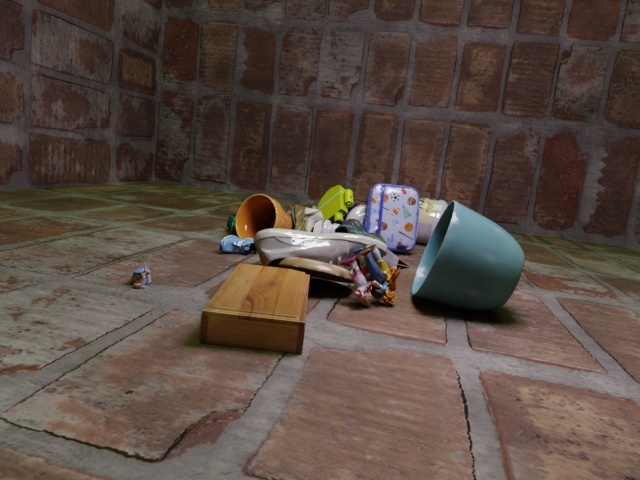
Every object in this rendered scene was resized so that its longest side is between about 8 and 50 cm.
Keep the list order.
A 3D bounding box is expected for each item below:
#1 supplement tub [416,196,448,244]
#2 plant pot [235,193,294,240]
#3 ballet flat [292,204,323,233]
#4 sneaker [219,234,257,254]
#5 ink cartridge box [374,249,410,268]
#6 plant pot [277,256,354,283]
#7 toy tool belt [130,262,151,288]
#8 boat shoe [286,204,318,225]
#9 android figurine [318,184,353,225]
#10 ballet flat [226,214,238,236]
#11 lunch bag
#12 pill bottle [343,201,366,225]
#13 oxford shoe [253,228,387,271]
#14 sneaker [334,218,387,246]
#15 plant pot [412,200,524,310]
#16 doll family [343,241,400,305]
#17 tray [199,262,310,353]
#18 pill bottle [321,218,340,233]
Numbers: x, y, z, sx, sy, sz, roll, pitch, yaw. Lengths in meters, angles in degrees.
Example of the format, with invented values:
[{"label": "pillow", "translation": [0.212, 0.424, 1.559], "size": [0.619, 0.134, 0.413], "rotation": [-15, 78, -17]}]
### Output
[{"label": "supplement tub", "translation": [0.517, -0.101, 2.415], "size": [0.324, 0.236, 0.235], "rotation": [10, 11, 17]}, {"label": "plant pot", "translation": [-0.207, -0.066, 1.924], "size": [0.205, 0.205, 0.187], "rotation": [13, -4, 32]}, {"label": "ballet flat", "translation": [-0.049, -0.062, 1.910], "size": [0.124, 0.116, 0.342], "rotation": [-25, 25, 13]}, {"label": "sneaker", "translation": [-0.288, 0.019, 1.720], "size": [0.162, 0.064, 0.073], "rotation": [-2, 17, -41]}, {"label": "ink cartridge box", "translation": [0.171, 0.061, 1.807], "size": [0.274, 0.060, 0.239], "rotation": [14, -11, 36]}, {"label": "plant pot", "translation": [-0.007, 0.086, 1.396], "size": [0.236, 0.033, 0.236], "rotation": [11, -9, 2]}, {"label": "toy tool belt", "translation": [-0.468, 0.089, 1.237], "size": [0.052, 0.051, 0.083], "rotation": [5, 11, -7]}, {"label": "boat shoe", "translation": [-0.030, -0.126, 2.518], "size": [0.323, 0.120, 0.122], "rotation": [7, 10, 0]}, {"label": "android figurine", "translation": [0.059, -0.154, 2.267], "size": [0.056, 0.248, 0.273], "rotation": [32, 37, -27]}, {"label": "ballet flat", "translation": [-0.350, -0.065, 2.070], "size": [0.096, 0.096, 0.280], "rotation": [16, 7, -16]}, {"label": "lunch bag", "translation": [0.303, -0.092, 2.083], "size": [0.242, 0.304, 0.115], "rotation": [7, -3, -6]}, {"label": "pill bottle", "translation": [0.165, -0.093, 2.289], "size": [0.181, 0.182, 0.323], "rotation": [2, 11, -25]}, {"label": "oxford shoe", "translation": [0.004, 0.047, 1.560], "size": [0.448, 0.130, 0.169], "rotation": [3, -20, -15]}, {"label": "sneaker", "translation": [0.168, 0.001, 1.984], "size": [0.106, 0.101, 0.267], "rotation": [-16, 36, -34]}, {"label": "plant pot", "translation": [0.428, 0.065, 1.354], "size": [0.234, 0.293, 0.293], "rotation": [22, 12, 5]}, {"label": "doll family", "translation": [0.161, 0.097, 1.343], "size": [0.118, 0.163, 0.263], "rotation": [-24, 3, 16]}, {"label": "tray", "translation": [-0.132, 0.140, 1.123], "size": [0.202, 0.076, 0.411], "rotation": [6, 11, -1]}, {"label": "pill bottle", "translation": [-0.006, -0.045, 2.127], "size": [0.179, 0.108, 0.108], "rotation": [10, 11, 14]}]
